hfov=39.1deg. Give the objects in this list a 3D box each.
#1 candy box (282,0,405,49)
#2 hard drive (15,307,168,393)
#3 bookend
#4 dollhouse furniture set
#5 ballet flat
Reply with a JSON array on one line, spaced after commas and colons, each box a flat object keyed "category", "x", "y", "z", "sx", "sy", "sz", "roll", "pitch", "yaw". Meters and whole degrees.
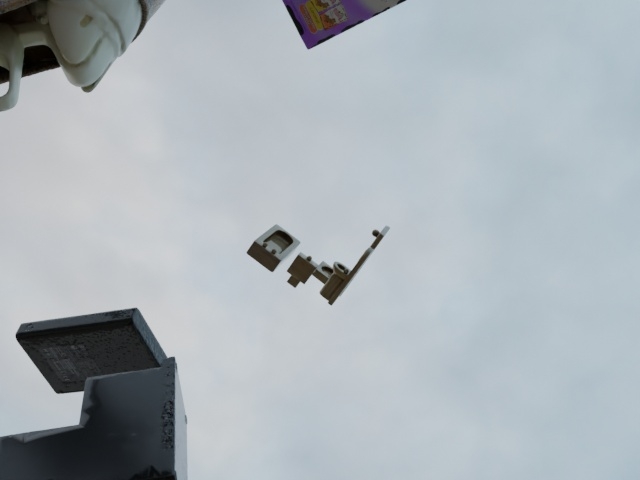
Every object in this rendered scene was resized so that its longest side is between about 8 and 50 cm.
[{"category": "candy box", "x": 0.033, "y": -0.347, "z": 1.060, "sx": 0.196, "sy": 0.070, "sz": 0.165, "roll": -24, "pitch": -61, "yaw": 8}, {"category": "hard drive", "x": -0.228, "y": 0.115, "z": 0.916, "sx": 0.135, "sy": 0.022, "sz": 0.094, "roll": -8, "pitch": -52, "yaw": 18}, {"category": "bookend", "x": -0.189, "y": 0.176, "z": 0.726, "sx": 0.157, "sy": 0.156, "sz": 0.072, "roll": -8, "pitch": -62, "yaw": -6}, {"category": "dollhouse furniture set", "x": 0.000, "y": 0.000, "z": 1.371, "sx": 0.151, "sy": 0.144, "sz": 0.123, "roll": 37, "pitch": -70, "yaw": 3}, {"category": "ballet flat", "x": -0.236, "y": -0.156, "z": 0.715, "sx": 0.316, "sy": 0.106, "sz": 0.107, "roll": -22, "pitch": -24, "yaw": -10}]
